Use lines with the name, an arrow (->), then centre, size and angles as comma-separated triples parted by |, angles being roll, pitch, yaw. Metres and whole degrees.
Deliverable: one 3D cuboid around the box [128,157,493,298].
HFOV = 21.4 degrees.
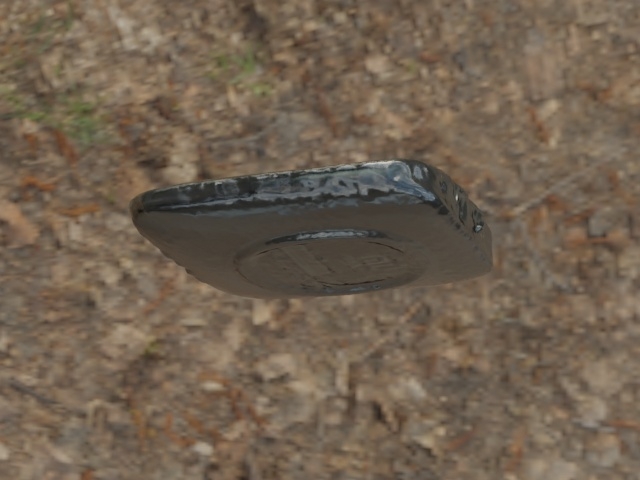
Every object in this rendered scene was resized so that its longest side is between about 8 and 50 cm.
box -> 0.000, 0.000, 1.073 | 0.212, 0.201, 0.042 | 46, 38, -66
